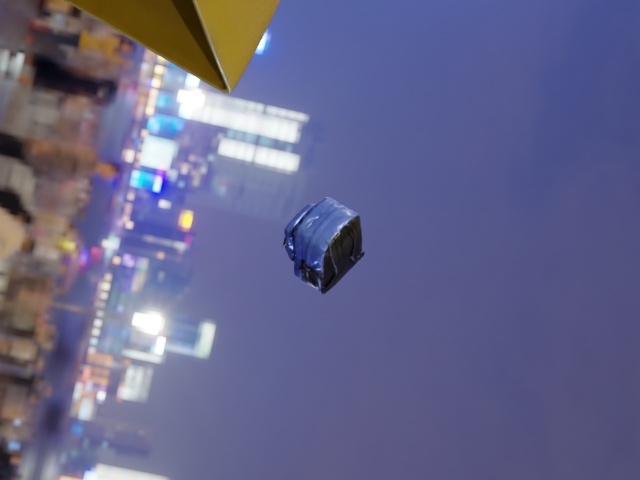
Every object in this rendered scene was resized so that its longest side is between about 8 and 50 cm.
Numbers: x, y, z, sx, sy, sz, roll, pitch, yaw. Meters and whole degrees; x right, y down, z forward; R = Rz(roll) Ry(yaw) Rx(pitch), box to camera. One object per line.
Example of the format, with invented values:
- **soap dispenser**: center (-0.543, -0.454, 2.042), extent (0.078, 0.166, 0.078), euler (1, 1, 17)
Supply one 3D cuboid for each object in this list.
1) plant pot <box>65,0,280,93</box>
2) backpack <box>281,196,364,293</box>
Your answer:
- **plant pot**: center (-0.123, -0.291, 1.285), extent (0.187, 0.212, 0.212), euler (-53, 159, -16)
- **backpack**: center (0.000, 0.000, 2.076), extent (0.098, 0.101, 0.120), euler (-51, 163, -26)
